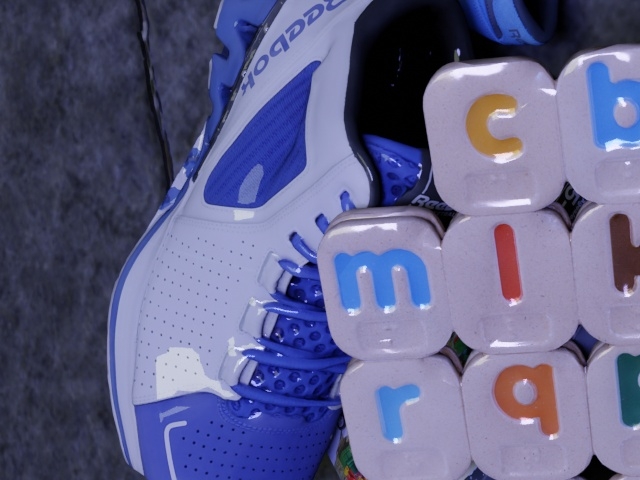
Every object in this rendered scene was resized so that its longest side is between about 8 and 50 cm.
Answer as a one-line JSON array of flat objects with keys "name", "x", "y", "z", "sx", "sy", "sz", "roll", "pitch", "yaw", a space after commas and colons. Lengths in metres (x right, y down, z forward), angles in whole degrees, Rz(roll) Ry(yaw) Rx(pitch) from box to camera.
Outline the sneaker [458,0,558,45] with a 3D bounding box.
[{"name": "sneaker", "x": 0.113, "y": -0.197, "z": 0.870, "sx": 0.082, "sy": 0.069, "sz": 0.209, "roll": 33, "pitch": 120, "yaw": 43}]

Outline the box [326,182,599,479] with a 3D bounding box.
[{"name": "box", "x": 0.080, "y": 0.048, "z": 0.907, "sx": 0.233, "sy": 0.044, "sz": 0.159, "roll": -62, "pitch": 35, "yaw": 26}]

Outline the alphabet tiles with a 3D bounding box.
[{"name": "alphabet tiles", "x": 0.145, "y": 0.042, "z": 0.792, "sx": 0.284, "sy": 0.021, "sz": 0.278, "roll": -4, "pitch": 116, "yaw": 14}]

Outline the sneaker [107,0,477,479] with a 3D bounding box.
[{"name": "sneaker", "x": 0.000, "y": -0.001, "z": 0.883, "sx": 0.182, "sy": 0.127, "sz": 0.315, "roll": 23, "pitch": 100, "yaw": 60}]
